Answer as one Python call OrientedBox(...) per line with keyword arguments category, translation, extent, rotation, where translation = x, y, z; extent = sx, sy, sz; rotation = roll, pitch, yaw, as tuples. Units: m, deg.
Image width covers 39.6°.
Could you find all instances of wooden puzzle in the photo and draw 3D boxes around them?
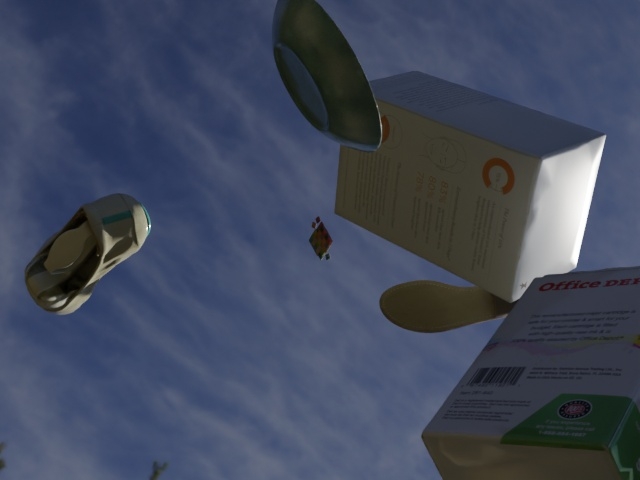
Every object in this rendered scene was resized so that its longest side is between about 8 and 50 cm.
OrientedBox(category="wooden puzzle", translation=(0.000, 0.000, 1.590), extent=(0.006, 0.083, 0.049), rotation=(0, -44, -36))

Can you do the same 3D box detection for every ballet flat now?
OrientedBox(category="ballet flat", translation=(-0.280, 0.025, 0.979), extent=(0.086, 0.086, 0.248), rotation=(39, -48, -15))

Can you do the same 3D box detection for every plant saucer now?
OrientedBox(category="plant saucer", translation=(-0.006, -0.169, 0.936), extent=(0.037, 0.195, 0.195), rotation=(-31, -59, -13))

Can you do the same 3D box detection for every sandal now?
OrientedBox(category="sandal", translation=(0.216, 0.111, 1.434), extent=(0.240, 0.088, 0.079), rotation=(-7, -22, 1))

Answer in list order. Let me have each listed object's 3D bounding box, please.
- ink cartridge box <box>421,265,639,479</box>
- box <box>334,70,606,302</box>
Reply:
OrientedBox(category="ink cartridge box", translation=(0.265, 0.150, 0.897), extent=(0.201, 0.278, 0.117), rotation=(-8, -63, 45))
OrientedBox(category="box", translation=(0.203, -0.093, 1.300), extent=(0.345, 0.168, 0.215), rotation=(29, -54, 38))
